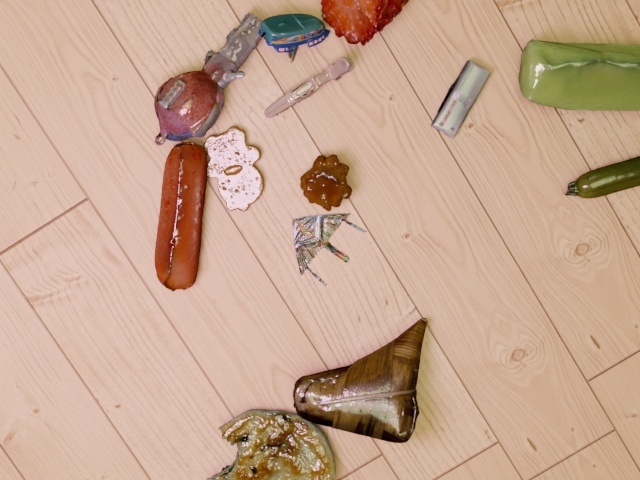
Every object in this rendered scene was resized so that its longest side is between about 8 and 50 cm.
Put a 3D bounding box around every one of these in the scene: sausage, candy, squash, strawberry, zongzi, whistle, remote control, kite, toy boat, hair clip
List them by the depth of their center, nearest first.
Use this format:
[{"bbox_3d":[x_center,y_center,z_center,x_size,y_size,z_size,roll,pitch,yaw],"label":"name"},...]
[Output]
[{"bbox_3d":[0.105,-0.539,1.650,0.178,0.234,0.234,-22,98,-29],"label":"strawberry"},{"bbox_3d":[-0.242,-0.340,1.676,0.134,0.142,0.346,40,87,-31],"label":"whistle"},{"bbox_3d":[-0.055,-0.431,1.686,0.175,0.110,0.091,-19,59,-29],"label":"toy boat"},{"bbox_3d":[0.608,-0.358,1.691,0.343,0.132,0.142,3,140,0],"label":"candy"},{"bbox_3d":[-0.027,-0.333,1.704,0.226,0.072,0.034,-31,94,4],"label":"hair clip"},{"bbox_3d":[-0.308,-0.053,1.723,0.102,0.102,0.330,7,98,-2],"label":"sausage"},{"bbox_3d":[0.310,-0.314,1.732,0.065,0.029,0.166,28,96,-5],"label":"remote control"},{"bbox_3d":[0.674,-0.145,1.741,0.258,0.069,0.069,-17,97,0],"label":"squash"},{"bbox_3d":[0.096,0.290,1.768,0.286,0.134,0.288,13,83,2],"label":"zongzi"},{"bbox_3d":[0.000,0.000,1.777,0.160,0.010,0.183,37,95,-6],"label":"kite"}]

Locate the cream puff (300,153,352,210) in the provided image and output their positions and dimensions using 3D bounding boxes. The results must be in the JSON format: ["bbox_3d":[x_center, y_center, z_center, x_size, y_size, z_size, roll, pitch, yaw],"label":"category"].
[{"bbox_3d":[0.013,-0.131,1.724,0.116,0.094,0.122,1,120,2],"label":"cream puff"}]

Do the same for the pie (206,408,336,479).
[{"bbox_3d":[-0.110,0.529,1.816,0.302,0.067,0.302,0,96,-1],"label":"pie"}]

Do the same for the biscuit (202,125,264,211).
[{"bbox_3d":[-0.188,-0.161,1.744,0.133,0.027,0.184,-33,98,4],"label":"biscuit"}]
